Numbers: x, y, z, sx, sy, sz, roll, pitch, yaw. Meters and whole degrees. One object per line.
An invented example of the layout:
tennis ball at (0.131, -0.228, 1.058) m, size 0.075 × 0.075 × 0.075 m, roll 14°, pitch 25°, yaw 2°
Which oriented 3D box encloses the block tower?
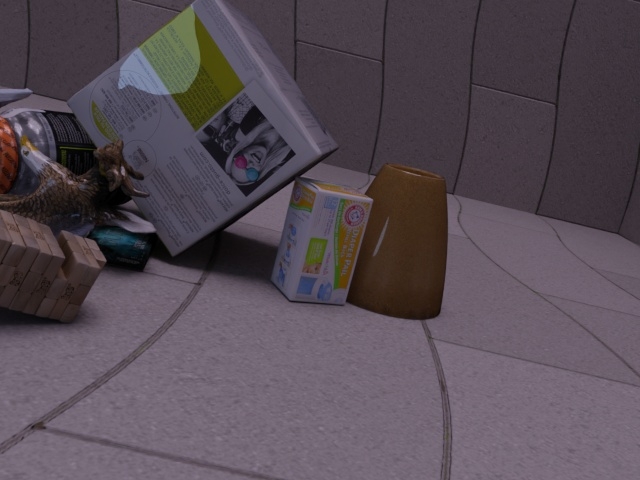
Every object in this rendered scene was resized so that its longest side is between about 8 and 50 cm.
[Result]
block tower at (-0.423, 0.006, 0.788) m, size 0.336 × 0.097 × 0.091 m, roll 22°, pitch 14°, yaw -44°

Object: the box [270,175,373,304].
box at (0.000, 0.000, 1.192) m, size 0.114 × 0.203 × 0.103 m, roll 7°, pitch 15°, yaw -27°

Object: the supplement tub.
supplement tub at (-0.531, -0.165, 1.360) m, size 0.194 × 0.193 × 0.316 m, roll 23°, pitch 15°, yaw 33°

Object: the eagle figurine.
eagle figurine at (-0.439, -0.059, 1.073) m, size 0.225 × 0.298 × 0.226 m, roll 56°, pitch 2°, yaw 26°

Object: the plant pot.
plant pot at (0.146, -0.012, 1.287) m, size 0.237 × 0.254 × 0.237 m, roll 12°, pitch 13°, yaw -3°

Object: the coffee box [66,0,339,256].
coffee box at (-0.205, -0.218, 1.305) m, size 0.338 × 0.334 × 0.337 m, roll 56°, pitch 11°, yaw -3°

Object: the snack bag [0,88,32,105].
snack bag at (-0.732, -0.203, 1.252) m, size 0.343 × 0.037 × 0.323 m, roll -24°, pitch 13°, yaw 3°

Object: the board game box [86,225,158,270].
board game box at (-0.364, 0.004, 1.194) m, size 0.126 × 0.026 × 0.186 m, roll 12°, pitch 13°, yaw -10°
